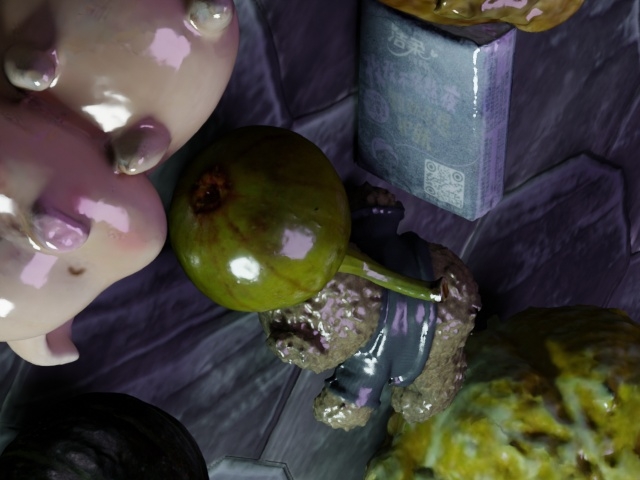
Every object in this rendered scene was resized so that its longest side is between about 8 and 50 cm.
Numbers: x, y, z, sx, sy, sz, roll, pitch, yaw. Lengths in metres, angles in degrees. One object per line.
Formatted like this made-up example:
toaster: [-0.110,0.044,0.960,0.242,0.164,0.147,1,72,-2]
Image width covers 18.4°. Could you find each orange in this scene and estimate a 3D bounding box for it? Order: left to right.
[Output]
orange: [0.148,0.211,1.644,0.210,0.271,0.368,27,89,-21]

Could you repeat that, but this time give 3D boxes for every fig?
fig: [0.000,0.000,1.335,0.236,0.124,0.124,19,99,-45]

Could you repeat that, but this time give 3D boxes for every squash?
squash: [-0.149,0.193,1.268,0.193,0.156,0.193,-42,169,-10]

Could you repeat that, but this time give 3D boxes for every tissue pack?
tissue pack: [0.081,-0.102,1.408,0.051,0.112,0.156,-38,143,-36]

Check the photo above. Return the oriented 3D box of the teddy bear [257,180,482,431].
teddy bear: [0.053,0.048,1.475,0.251,0.129,0.181,11,69,-54]

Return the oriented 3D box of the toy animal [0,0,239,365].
toy animal: [-0.145,-0.060,1.065,0.250,0.166,0.154,-58,-169,4]

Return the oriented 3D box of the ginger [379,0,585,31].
ginger: [0.119,-0.226,1.304,0.321,0.172,0.165,-25,150,-47]
